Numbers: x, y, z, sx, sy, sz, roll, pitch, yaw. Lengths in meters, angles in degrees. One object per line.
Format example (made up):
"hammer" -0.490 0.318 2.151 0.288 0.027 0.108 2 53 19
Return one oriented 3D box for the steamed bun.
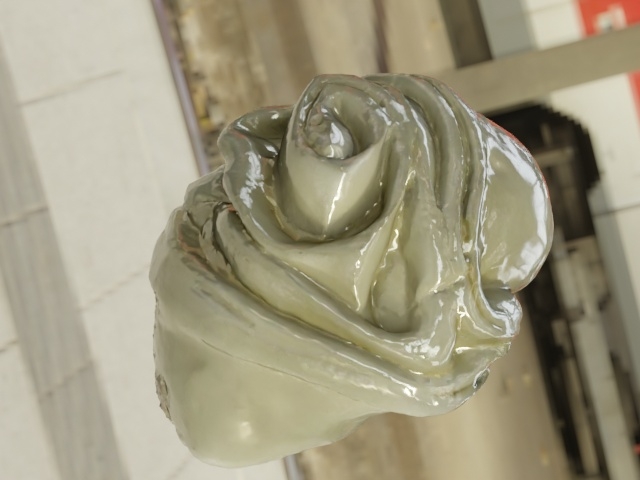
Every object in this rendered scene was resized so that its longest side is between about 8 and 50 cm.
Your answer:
"steamed bun" 0.002 -0.006 1.444 0.219 0.324 0.309 60 32 -29
